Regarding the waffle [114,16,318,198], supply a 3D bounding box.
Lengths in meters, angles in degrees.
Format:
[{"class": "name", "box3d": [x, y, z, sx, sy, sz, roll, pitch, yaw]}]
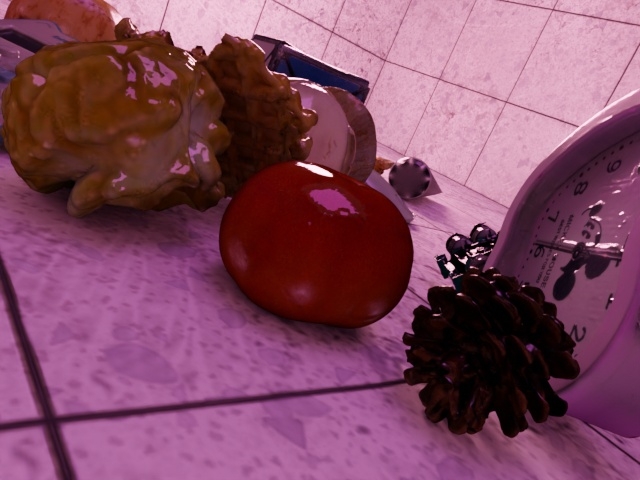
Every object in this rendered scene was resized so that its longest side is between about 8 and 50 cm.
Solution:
[{"class": "waffle", "box3d": [-0.137, -0.159, 0.656, 0.291, 0.291, 0.051, 25, 53, 4]}]

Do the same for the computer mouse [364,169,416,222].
[{"class": "computer mouse", "box3d": [0.120, -0.115, 1.204, 0.231, 0.079, 0.128, 32, 19, 18]}]

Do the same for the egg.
[{"class": "egg", "box3d": [-0.059, -0.171, 0.893, 0.201, 0.201, 0.244, 10, 9, -42]}]

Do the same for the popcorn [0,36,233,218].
[{"class": "popcorn", "box3d": [-0.197, -0.112, 0.531, 0.204, 0.184, 0.221, -3, 7, 25]}]

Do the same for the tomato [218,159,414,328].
[{"class": "tomato", "box3d": [0.000, 0.000, 0.517, 0.195, 0.136, 0.195, 22, 15, -6]}]

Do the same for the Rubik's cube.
[{"class": "Rubik's cube", "box3d": [-0.069, -0.327, 1.289, 0.259, 0.260, 0.255, 18, 17, -29]}]

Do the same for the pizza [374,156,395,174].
[{"class": "pizza", "box3d": [0.110, -0.218, 1.545, 0.147, 0.069, 0.226, 17, 15, 31]}]

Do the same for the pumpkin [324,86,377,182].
[{"class": "pumpkin", "box3d": [-0.007, -0.184, 1.042, 0.217, 0.217, 0.110, 32, 41, 28]}]

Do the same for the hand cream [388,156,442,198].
[{"class": "hand cream", "box3d": [0.287, -0.185, 1.629, 0.185, 0.118, 0.358, 19, 8, 11]}]

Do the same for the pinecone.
[{"class": "pinecone", "box3d": [0.130, 0.095, 0.429, 0.121, 0.140, 0.140, -25, 41, -26]}]

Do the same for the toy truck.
[{"class": "toy truck", "box3d": [0.287, 0.033, 0.769, 0.216, 0.116, 0.110, -21, 21, 0]}]

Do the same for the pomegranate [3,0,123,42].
[{"class": "pomegranate", "box3d": [-0.461, -0.377, 0.969, 0.215, 0.215, 0.215, 22, 15, -6]}]

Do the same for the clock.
[{"class": "clock", "box3d": [0.291, 0.016, 0.540, 0.102, 0.338, 0.338, 25, 15, -5]}]

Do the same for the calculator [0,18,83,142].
[{"class": "calculator", "box3d": [-0.406, -0.213, 0.682, 0.256, 0.054, 0.386, 26, 28, 3]}]
